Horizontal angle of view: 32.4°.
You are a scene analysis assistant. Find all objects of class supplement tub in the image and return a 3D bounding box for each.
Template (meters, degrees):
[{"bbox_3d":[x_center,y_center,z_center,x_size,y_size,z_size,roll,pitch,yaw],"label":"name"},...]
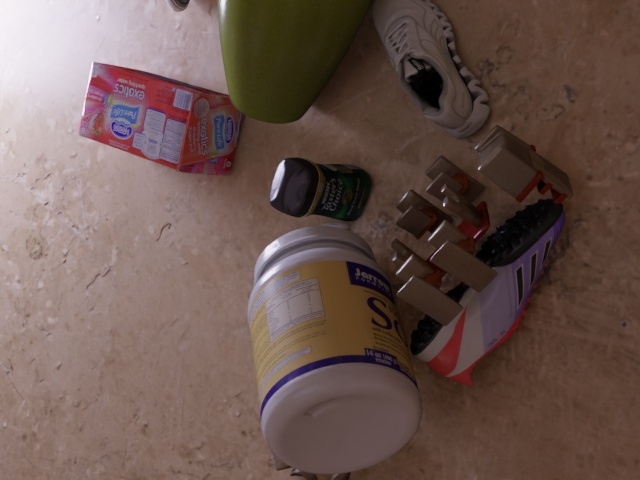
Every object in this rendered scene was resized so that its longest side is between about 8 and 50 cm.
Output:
[{"bbox_3d":[0.013,0.164,1.706,0.241,0.241,0.331,-43,38,29],"label":"supplement tub"}]

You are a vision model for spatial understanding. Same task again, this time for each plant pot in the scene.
[{"bbox_3d":[-0.060,-0.353,1.845,0.275,0.275,0.293,41,132,32],"label":"plant pot"}]

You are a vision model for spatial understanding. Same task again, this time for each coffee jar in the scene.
[{"bbox_3d":[-0.001,-0.083,1.816,0.079,0.184,0.096,28,106,36],"label":"coffee jar"}]

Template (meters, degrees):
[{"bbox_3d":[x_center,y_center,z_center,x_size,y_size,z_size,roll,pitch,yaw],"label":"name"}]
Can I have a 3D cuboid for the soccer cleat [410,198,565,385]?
[{"bbox_3d":[0.273,0.078,1.662,0.116,0.108,0.318,37,100,-13],"label":"soccer cleat"}]

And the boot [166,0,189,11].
[{"bbox_3d":[-0.252,-0.537,2.104,0.086,0.069,0.190,-5,84,41],"label":"boot"}]

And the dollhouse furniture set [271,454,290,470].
[{"bbox_3d":[-0.051,0.317,1.856,0.182,0.161,0.101,-30,70,33],"label":"dollhouse furniture set"}]

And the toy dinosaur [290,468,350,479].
[{"bbox_3d":[-0.014,0.505,1.844,0.200,0.127,0.295,42,90,-1],"label":"toy dinosaur"}]

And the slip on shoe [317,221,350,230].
[{"bbox_3d":[0.000,0.000,1.896,0.135,0.051,0.041,-17,72,40],"label":"slip on shoe"}]

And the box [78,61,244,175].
[{"bbox_3d":[-0.303,-0.231,2.086,0.300,0.142,0.154,19,100,37],"label":"box"}]

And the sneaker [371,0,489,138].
[{"bbox_3d":[0.157,-0.294,1.745,0.110,0.118,0.292,-45,61,30],"label":"sneaker"}]

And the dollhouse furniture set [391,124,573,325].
[{"bbox_3d":[0.230,-0.027,1.617,0.259,0.135,0.262,-49,17,26],"label":"dollhouse furniture set"}]
